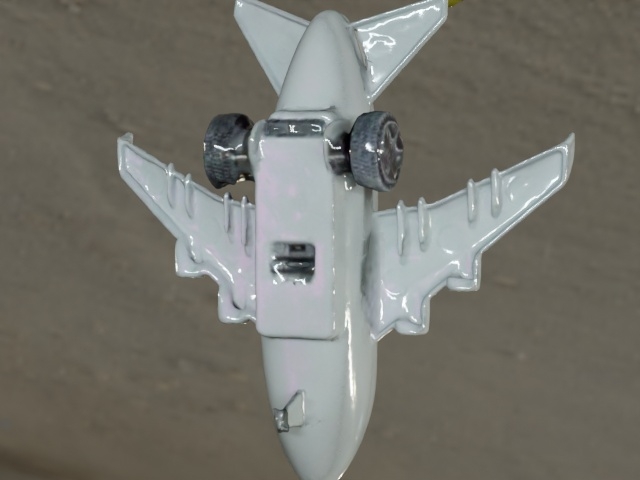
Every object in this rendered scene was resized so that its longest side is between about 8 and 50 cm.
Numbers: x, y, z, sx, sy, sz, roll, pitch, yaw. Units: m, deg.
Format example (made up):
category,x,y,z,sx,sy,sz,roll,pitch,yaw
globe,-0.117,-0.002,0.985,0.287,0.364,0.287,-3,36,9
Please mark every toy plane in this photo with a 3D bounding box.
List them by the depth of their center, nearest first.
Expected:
category,x,y,z,sx,sy,sz,roll,pitch,yaw
toy plane,-0.002,-0.001,0.899,0.251,0.255,0.101,2,178,22

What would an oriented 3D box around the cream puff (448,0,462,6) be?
category,x,y,z,sx,sy,sz,roll,pitch,yaw
cream puff,0.092,-0.272,1.060,0.185,0.282,0.282,32,175,32
